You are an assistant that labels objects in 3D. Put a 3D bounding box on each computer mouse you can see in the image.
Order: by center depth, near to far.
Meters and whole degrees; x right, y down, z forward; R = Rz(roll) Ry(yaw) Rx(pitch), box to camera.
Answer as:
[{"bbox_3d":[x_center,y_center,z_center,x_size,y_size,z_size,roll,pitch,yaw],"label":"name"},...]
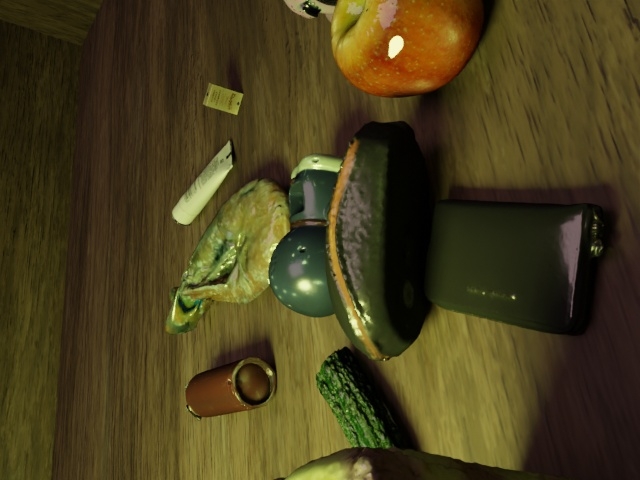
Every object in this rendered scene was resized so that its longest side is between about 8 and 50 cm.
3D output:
[{"bbox_3d":[0.072,-0.003,0.860,0.116,0.183,0.323,-3,75,27],"label":"computer mouse"}]

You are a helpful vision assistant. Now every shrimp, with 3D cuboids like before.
[{"bbox_3d":[-0.188,0.056,1.318,0.445,0.110,0.221,-47,53,33],"label":"shrimp"}]

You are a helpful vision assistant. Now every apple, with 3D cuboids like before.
[{"bbox_3d":[0.119,-0.301,0.893,0.210,0.173,0.235,-66,26,25],"label":"apple"}]

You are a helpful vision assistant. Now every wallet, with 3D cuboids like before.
[{"bbox_3d":[0.218,0.025,0.758,0.250,0.044,0.149,11,93,57],"label":"wallet"}]

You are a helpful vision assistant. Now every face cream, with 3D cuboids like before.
[{"bbox_3d":[-0.279,-0.131,1.544,0.244,0.058,0.092,-45,40,33],"label":"face cream"}]

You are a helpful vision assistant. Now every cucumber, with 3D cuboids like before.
[{"bbox_3d":[0.067,0.257,0.891,0.265,0.077,0.077,52,123,47],"label":"cucumber"}]

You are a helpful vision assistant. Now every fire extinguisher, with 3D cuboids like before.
[{"bbox_3d":[-0.189,0.297,1.245,0.269,0.105,0.104,-28,58,49],"label":"fire extinguisher"}]

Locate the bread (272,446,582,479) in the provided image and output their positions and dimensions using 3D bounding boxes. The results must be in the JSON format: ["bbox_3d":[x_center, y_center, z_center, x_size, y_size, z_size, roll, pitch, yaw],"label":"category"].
[{"bbox_3d":[0.123,0.281,0.558,0.187,0.338,0.155,-42,41,42],"label":"bread"}]

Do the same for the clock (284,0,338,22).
[{"bbox_3d":[0.017,-0.467,1.021,0.227,0.248,0.090,-62,34,24],"label":"clock"}]

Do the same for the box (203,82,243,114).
[{"bbox_3d":[-0.227,-0.330,1.494,0.024,0.083,0.053,35,108,49],"label":"box"}]

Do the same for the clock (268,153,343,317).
[{"bbox_3d":[0.000,0.000,1.004,0.199,0.146,0.243,155,125,-63],"label":"clock"}]
